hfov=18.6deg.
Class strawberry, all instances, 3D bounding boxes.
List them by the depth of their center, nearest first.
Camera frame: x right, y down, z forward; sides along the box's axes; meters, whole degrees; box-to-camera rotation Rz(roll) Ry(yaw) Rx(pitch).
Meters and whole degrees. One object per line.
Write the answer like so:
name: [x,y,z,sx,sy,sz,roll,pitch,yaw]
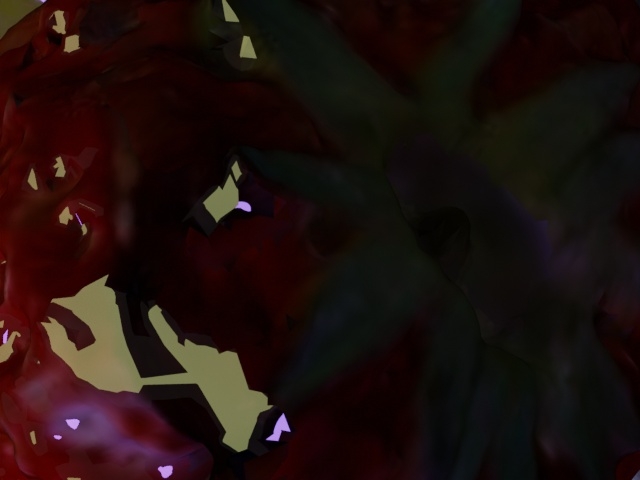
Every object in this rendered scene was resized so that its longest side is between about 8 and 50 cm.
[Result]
strawberry: [-0.020,0.012,0.723,0.310,0.292,0.291,2,105,49]

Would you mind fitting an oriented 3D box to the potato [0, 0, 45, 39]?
potato: [-0.190,-0.176,1.009,0.280,0.213,0.330,-35,74,59]
